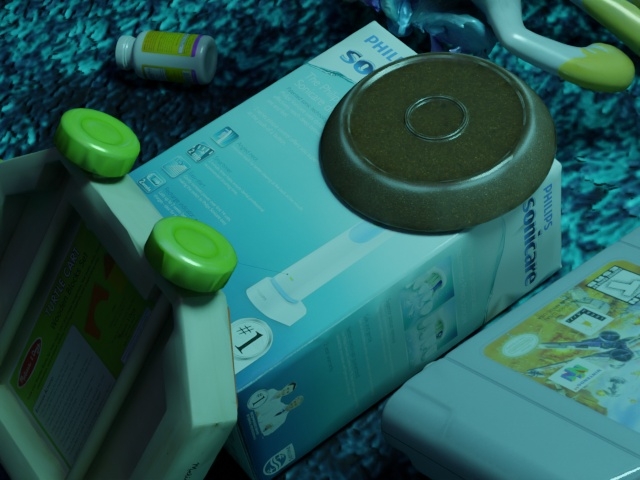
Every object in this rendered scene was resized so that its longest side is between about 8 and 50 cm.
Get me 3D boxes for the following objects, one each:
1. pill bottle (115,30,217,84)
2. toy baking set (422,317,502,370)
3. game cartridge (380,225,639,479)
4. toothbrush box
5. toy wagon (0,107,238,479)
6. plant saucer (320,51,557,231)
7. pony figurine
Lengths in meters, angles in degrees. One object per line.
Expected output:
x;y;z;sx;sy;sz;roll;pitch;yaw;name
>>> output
-0.135;-0.161;1.272;0.083;0.043;0.043;7;53;13;pill bottle
0.139;0.159;0.988;0.197;0.030;0.256;17;56;21;toy baking set
0.212;0.086;0.960;0.297;0.062;0.198;-31;29;-27;game cartridge
0.000;0.000;1.072;0.295;0.126;0.216;-35;54;-18;toothbrush box
-0.185;0.042;0.996;0.068;0.267;0.344;-1;39;-46;toy wagon
0.082;-0.079;1.026;0.168;0.029;0.168;-4;49;5;plant saucer
0.136;-0.270;1.177;0.363;0.302;0.351;21;35;-5;pony figurine
